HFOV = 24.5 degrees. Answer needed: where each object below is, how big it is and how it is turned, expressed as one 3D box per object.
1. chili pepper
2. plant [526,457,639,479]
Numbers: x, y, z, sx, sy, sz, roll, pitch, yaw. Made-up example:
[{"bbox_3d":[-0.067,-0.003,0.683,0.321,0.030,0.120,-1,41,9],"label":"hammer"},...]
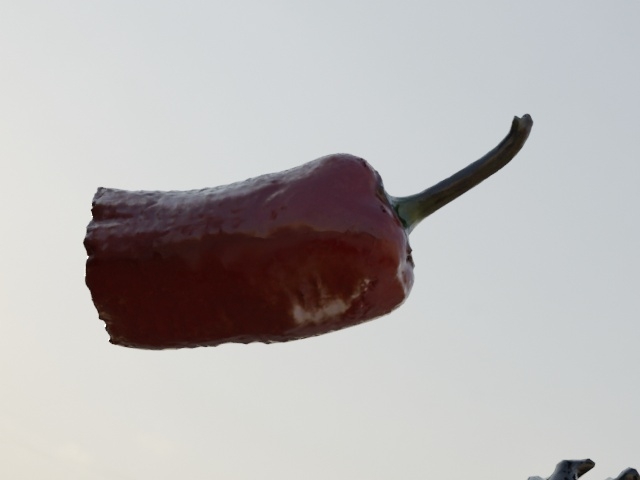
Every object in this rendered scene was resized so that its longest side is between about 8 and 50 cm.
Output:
[{"bbox_3d":[0.001,0.005,1.094,0.338,0.131,0.134,-8,-71,6],"label":"chili pepper"},{"bbox_3d":[0.118,0.177,0.519,0.178,0.234,0.204,50,-7,3],"label":"plant"}]
